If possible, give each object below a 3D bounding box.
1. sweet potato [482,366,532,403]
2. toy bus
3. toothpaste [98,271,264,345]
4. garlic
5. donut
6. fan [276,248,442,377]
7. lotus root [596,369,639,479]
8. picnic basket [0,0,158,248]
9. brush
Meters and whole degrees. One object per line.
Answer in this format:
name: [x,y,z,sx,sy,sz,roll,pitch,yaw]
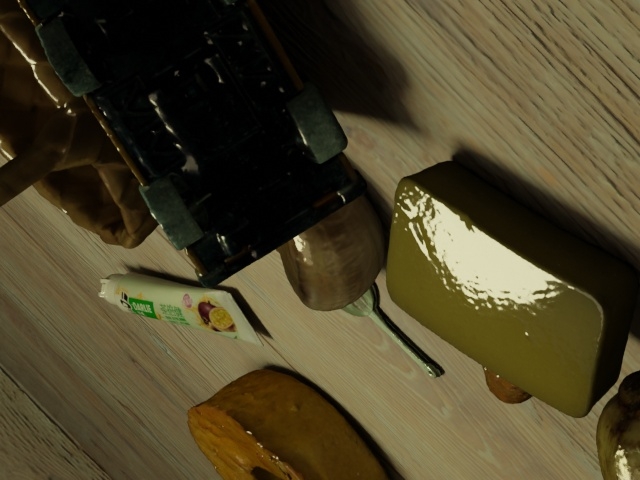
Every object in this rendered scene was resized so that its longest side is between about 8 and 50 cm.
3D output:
sweet potato: [0.162,0.084,1.375,0.068,0.060,0.206,12,148,-4]
toy bus: [-0.116,-0.150,1.278,0.323,0.162,0.194,59,179,-33]
toothpaste: [-0.171,0.075,2.063,0.058,0.056,0.314,10,179,-35]
garlic: [0.007,0.006,1.504,0.101,0.087,0.196,52,166,27]
donut: [-0.028,0.260,2.035,0.277,0.108,0.277,39,159,18]
fan: [0.032,0.051,1.647,0.227,0.008,0.152,46,160,5]
lotus root: [0.289,0.204,1.241,0.260,0.128,0.145,60,171,-21]
picnic basket: [-0.293,-0.103,1.551,0.293,0.337,0.337,19,147,53]
brush: [0.139,0.033,1.271,0.197,0.059,0.123,33,136,30]
